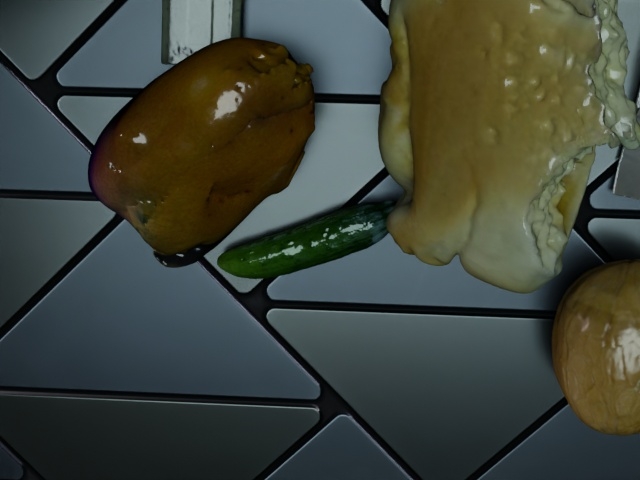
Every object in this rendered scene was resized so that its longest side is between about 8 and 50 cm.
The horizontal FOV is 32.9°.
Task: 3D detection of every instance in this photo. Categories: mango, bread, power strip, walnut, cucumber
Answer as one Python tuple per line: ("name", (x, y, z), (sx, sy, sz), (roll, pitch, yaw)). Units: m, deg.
("mango", (-0.126, -0.105, 1.186), (0.287, 0.201, 0.152), (-39, 63, 18))
("bread", (0.184, -0.160, 1.077), (0.245, 0.329, 0.423), (6, 108, 3))
("power strip", (-0.130, -0.320, 1.213), (0.092, 0.034, 0.267), (3, 102, 3))
("walnut", (0.338, 0.118, 1.209), (0.165, 0.165, 0.197), (-6, 104, 5))
("cucumber", (0.000, 0.000, 1.263), (0.250, 0.056, 0.056), (-18, 100, 10))

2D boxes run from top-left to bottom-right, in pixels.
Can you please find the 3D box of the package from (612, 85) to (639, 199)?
("package", (0.456, -0.148, 1.206), (0.204, 0.062, 0.250), (14, 115, 0))
